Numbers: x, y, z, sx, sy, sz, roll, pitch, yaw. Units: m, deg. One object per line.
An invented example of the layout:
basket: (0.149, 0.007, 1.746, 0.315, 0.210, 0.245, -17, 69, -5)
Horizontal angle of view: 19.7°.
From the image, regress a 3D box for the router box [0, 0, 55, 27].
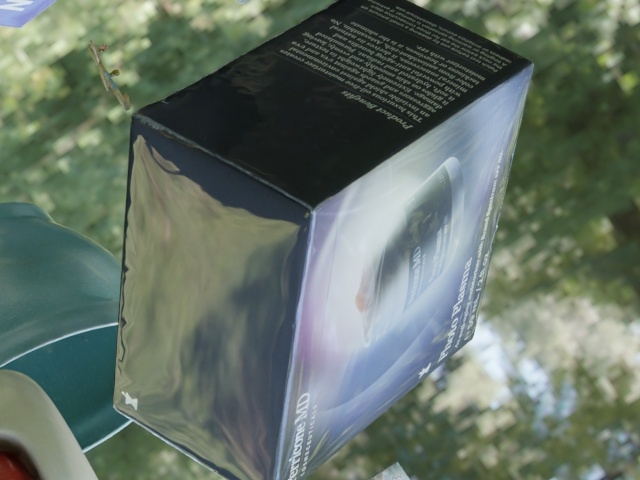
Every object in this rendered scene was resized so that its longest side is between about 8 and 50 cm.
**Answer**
router box: (-0.274, -0.409, 1.822, 0.082, 0.301, 0.335, 1, 165, -36)

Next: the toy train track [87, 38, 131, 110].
toy train track: (-0.165, -0.132, 1.465, 0.014, 0.048, 0.083, -23, -133, -11)

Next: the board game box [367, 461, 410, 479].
board game box: (0.006, 0.176, 1.135, 0.090, 0.020, 0.090, -39, 171, 18)

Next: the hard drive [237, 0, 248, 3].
hard drive: (-0.153, -0.349, 1.307, 0.047, 0.353, 0.233, -24, -125, 23)

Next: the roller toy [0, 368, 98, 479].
roller toy: (-0.189, 0.179, 1.009, 0.146, 0.209, 0.191, -26, -154, -17)

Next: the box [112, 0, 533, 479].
box: (0.000, 0.000, 1.467, 0.294, 0.183, 0.296, -34, 144, -42)

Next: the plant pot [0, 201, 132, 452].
plant pot: (-0.306, 0.087, 1.823, 0.293, 0.196, 0.293, -25, 156, -12)
